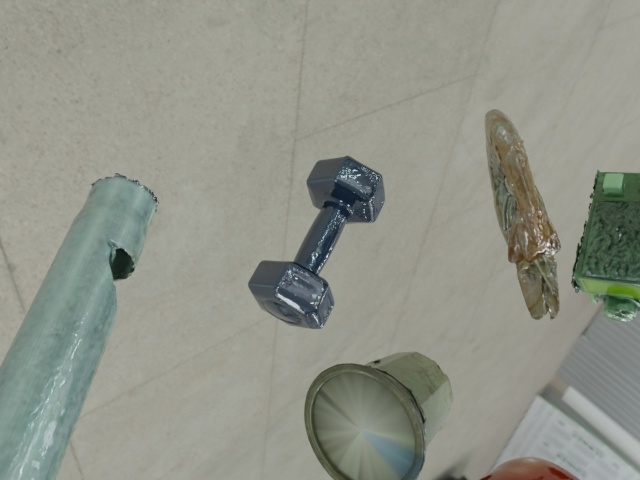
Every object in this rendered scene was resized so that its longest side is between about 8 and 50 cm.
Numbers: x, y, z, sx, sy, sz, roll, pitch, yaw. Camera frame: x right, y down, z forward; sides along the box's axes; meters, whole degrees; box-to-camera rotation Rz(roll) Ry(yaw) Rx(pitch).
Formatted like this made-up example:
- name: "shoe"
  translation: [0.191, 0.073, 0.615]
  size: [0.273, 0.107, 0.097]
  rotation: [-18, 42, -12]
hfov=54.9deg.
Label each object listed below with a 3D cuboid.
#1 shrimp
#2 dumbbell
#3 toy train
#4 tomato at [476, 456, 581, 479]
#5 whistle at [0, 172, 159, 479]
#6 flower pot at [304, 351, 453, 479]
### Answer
- name: "shrimp"
  translation: [0.291, -0.039, 0.886]
  size: [0.077, 0.316, 0.168]
  rotation: [-17, 171, 15]
- name: "dumbbell"
  translation: [0.000, 0.000, 1.142]
  size: [0.144, 0.160, 0.324]
  rotation: [46, 60, -32]
- name: "toy train"
  translation: [0.560, 0.008, 1.112]
  size: [0.188, 0.159, 0.271]
  rotation: [42, 63, -47]
- name: "tomato"
  translation: [0.269, 0.429, 0.754]
  size: [0.299, 0.226, 0.298]
  rotation: [-17, 115, -39]
- name: "whistle"
  translation: [-0.182, 0.078, 0.425]
  size: [0.062, 0.312, 0.062]
  rotation: [4, 138, 4]
- name: "flower pot"
  translation: [0.110, 0.270, 1.005]
  size: [0.203, 0.212, 0.212]
  rotation: [-21, 142, -55]
